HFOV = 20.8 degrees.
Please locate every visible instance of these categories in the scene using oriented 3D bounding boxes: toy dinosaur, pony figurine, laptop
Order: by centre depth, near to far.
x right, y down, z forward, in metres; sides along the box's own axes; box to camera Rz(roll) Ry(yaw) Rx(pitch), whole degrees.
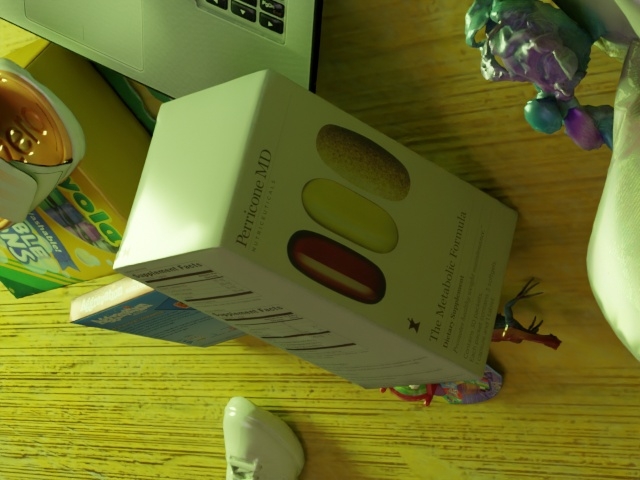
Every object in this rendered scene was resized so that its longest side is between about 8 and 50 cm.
[{"bbox_3d":[0.196,-0.124,0.898,0.363,0.303,0.351,51,178,-25],"label":"pony figurine"},{"bbox_3d":[-0.214,-0.220,1.163,0.382,0.236,0.408,26,139,20],"label":"laptop"},{"bbox_3d":[0.145,0.073,1.338,0.047,0.090,0.082,42,-177,-34],"label":"toy dinosaur"}]

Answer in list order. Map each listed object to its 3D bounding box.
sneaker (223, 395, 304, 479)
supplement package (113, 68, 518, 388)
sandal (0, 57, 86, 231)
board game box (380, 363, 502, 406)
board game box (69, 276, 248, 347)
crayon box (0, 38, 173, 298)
[{"bbox_3d":[-0.067,0.247,1.736,0.080,0.094,0.212,21,143,28],"label":"sneaker"},{"bbox_3d":[0.000,0.000,1.240,0.244,0.139,0.134,27,157,-33],"label":"supplement package"},{"bbox_3d":[-0.269,-0.051,1.428,0.102,0.076,0.265,40,148,-2],"label":"sandal"},{"bbox_3d":[0.065,0.105,1.449,0.169,0.033,0.133,38,150,-23],"label":"board game box"},{"bbox_3d":[-0.091,0.049,1.504,0.145,0.027,0.281,12,162,-32],"label":"board game box"},{"bbox_3d":[-0.235,-0.064,1.528,0.323,0.083,0.203,-14,121,51],"label":"crayon box"}]
